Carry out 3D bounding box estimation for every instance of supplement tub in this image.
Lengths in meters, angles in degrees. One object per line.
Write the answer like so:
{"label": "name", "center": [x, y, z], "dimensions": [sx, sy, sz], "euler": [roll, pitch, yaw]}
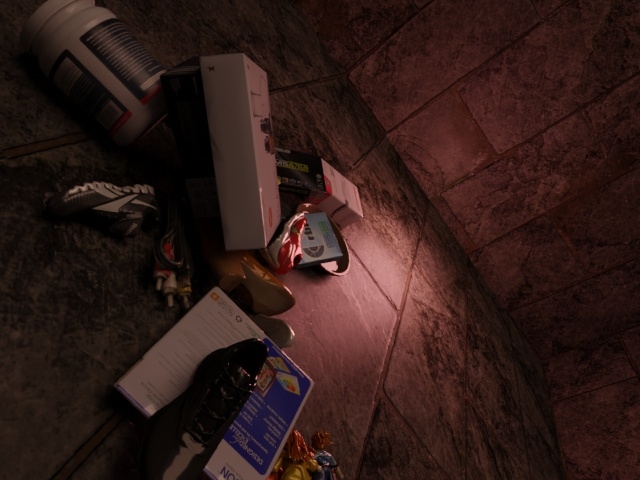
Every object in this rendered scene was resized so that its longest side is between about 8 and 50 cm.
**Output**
{"label": "supplement tub", "center": [-0.452, -0.356, 0.946], "dimensions": [0.272, 0.191, 0.191], "euler": [47, 29, -20]}

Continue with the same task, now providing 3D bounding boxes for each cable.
{"label": "cable", "center": [-0.319, -0.002, 0.934], "dimensions": [0.140, 0.072, 0.287], "euler": [62, 6, -54]}

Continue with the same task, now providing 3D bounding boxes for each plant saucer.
{"label": "plant saucer", "center": [0.000, 0.000, 1.488], "dimensions": [0.277, 0.041, 0.278], "euler": [40, 31, -31]}

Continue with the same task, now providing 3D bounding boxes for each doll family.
{"label": "doll family", "center": [-0.018, 0.465, 0.889], "dimensions": [0.262, 0.118, 0.163], "euler": [32, 36, -40]}

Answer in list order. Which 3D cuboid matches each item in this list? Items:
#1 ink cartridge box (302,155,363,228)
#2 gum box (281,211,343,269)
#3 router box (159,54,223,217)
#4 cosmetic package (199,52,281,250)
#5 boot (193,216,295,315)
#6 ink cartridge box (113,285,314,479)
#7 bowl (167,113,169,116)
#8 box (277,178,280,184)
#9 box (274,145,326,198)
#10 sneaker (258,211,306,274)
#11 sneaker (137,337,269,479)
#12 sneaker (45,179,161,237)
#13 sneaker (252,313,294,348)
{"label": "ink cartridge box", "center": [0.041, -0.177, 1.671], "dimensions": [0.237, 0.100, 0.172], "euler": [32, 37, -38]}
{"label": "gum box", "center": [-0.042, -0.002, 1.340], "dimensions": [0.184, 0.041, 0.157], "euler": [-9, 68, -32]}
{"label": "router box", "center": [-0.255, -0.242, 1.019], "dimensions": [0.243, 0.080, 0.309], "euler": [-89, 175, -59]}
{"label": "cosmetic package", "center": [-0.164, -0.195, 1.002], "dimensions": [0.284, 0.097, 0.378], "euler": [-76, 161, -75]}
{"label": "boot", "center": [-0.179, 0.053, 1.082], "dimensions": [0.295, 0.104, 0.211], "euler": [41, 16, -52]}
{"label": "ink cartridge box", "center": [-0.182, 0.278, 0.835], "dimensions": [0.304, 0.072, 0.307], "euler": [47, 34, -5]}
{"label": "bowl", "center": [-0.360, -0.343, 1.236], "dimensions": [0.142, 0.053, 0.142], "euler": [47, 28, -19]}
{"label": "box", "center": [-0.223, -0.236, 1.317], "dimensions": [0.232, 0.087, 0.058], "euler": [55, 30, -8]}
{"label": "box", "center": [-0.082, -0.229, 1.499], "dimensions": [0.190, 0.045, 0.184], "euler": [9, 50, -19]}
{"label": "sneaker", "center": [-0.091, 0.009, 1.192], "dimensions": [0.119, 0.107, 0.279], "euler": [62, 21, -15]}
{"label": "sneaker", "center": [-0.171, 0.252, 0.692], "dimensions": [0.109, 0.130, 0.286], "euler": [43, 34, -12]}
{"label": "sneaker", "center": [-0.394, -0.053, 0.853], "dimensions": [0.106, 0.078, 0.234], "euler": [59, 25, 8]}
{"label": "sneaker", "center": [-0.090, 0.219, 1.022], "dimensions": [0.084, 0.152, 0.058], "euler": [44, 68, -35]}
